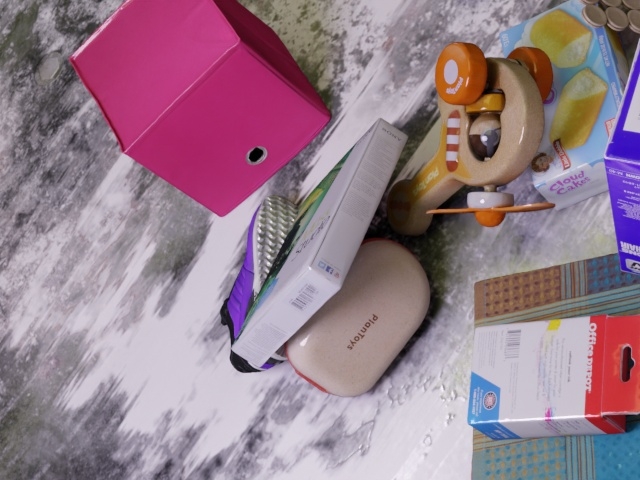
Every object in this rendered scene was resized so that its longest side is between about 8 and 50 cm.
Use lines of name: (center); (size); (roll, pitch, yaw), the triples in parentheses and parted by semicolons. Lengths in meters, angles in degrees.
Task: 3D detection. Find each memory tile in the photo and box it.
memory tile: (0.411, -0.331, 1.979); (0.012, 0.148, 0.113); (127, 138, -50)

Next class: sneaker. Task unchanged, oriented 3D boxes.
sneaker: (-0.095, 0.069, 2.156); (0.146, 0.102, 0.293); (-37, 37, 43)

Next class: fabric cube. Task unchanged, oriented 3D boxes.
fabric cube: (-0.188, -0.242, 2.267); (0.254, 0.258, 0.259); (-41, 51, 11)

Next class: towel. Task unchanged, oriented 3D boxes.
towel: (0.318, 0.201, 1.847); (0.271, 0.040, 0.370); (-12, 60, 29)

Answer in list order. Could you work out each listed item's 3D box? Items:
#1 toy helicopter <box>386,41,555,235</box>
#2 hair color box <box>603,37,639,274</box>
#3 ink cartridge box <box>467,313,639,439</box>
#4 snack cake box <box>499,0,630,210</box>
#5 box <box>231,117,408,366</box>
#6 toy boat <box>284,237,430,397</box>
toy helicopter: (0.196, -0.096, 1.966); (0.355, 0.140, 0.235); (-47, 52, 50)
hair color box: (0.417, -0.095, 1.706); (0.110, 0.339, 0.185); (13, 71, 22)
ink cartridge box: (0.306, 0.171, 1.793); (0.231, 0.078, 0.134); (-7, 63, 32)
snack cake box: (0.351, -0.193, 1.978); (0.152, 0.089, 0.264); (-23, 57, 24)
box: (0.000, 0.000, 2.002); (0.232, 0.058, 0.322); (-46, 12, 45)
toy boat: (0.047, 0.099, 2.037); (0.231, 0.151, 0.151); (-52, 21, 3)
